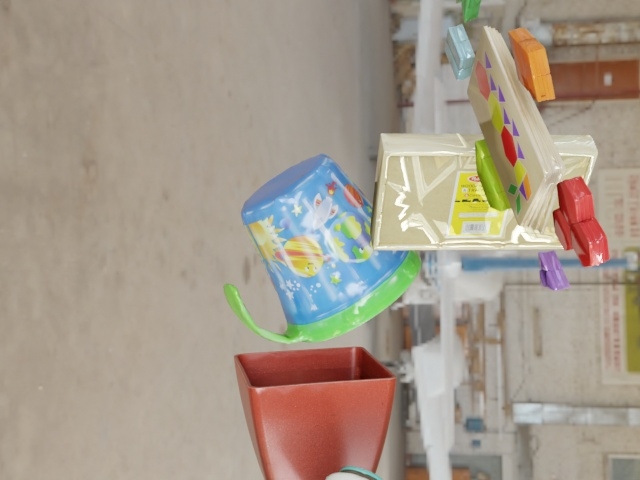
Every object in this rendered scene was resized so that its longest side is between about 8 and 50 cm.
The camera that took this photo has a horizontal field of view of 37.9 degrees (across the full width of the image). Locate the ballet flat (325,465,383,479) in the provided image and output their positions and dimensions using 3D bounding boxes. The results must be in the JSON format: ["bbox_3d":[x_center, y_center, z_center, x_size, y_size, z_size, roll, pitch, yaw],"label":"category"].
[{"bbox_3d":[0.034,0.487,1.452,0.400,0.139,0.139,91,4,-53],"label":"ballet flat"}]

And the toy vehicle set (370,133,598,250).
[{"bbox_3d":[0.202,-0.059,1.189,0.035,0.267,0.166,-95,-172,-47],"label":"toy vehicle set"}]

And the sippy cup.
[{"bbox_3d":[0.000,0.000,1.429,0.224,0.240,0.305,56,35,-15],"label":"sippy cup"}]

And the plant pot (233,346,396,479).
[{"bbox_3d":[-0.015,0.350,1.769,0.267,0.267,0.236,-154,-118,-77],"label":"plant pot"}]

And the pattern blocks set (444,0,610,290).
[{"bbox_3d":[0.195,-0.107,0.936,0.285,0.026,0.325,95,-21,-78],"label":"pattern blocks set"}]
